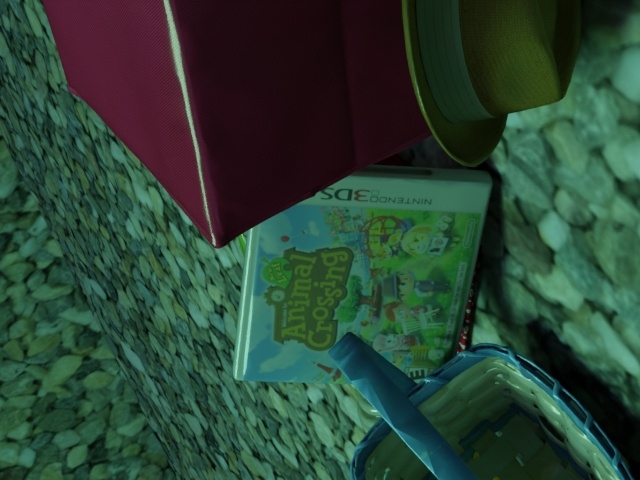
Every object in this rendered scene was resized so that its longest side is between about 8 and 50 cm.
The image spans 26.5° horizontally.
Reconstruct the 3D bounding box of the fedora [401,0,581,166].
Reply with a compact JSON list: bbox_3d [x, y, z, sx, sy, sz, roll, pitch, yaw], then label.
[{"bbox_3d":[0.117,-0.144,0.868,0.079,0.194,0.194,1,124,28],"label":"fedora"}]

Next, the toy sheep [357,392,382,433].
[{"bbox_3d":[0.083,0.181,1.425,0.091,0.091,0.132,36,154,50],"label":"toy sheep"}]

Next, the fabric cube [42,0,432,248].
[{"bbox_3d":[-0.055,-0.203,1.002,0.254,0.259,0.258,44,154,37],"label":"fabric cube"}]

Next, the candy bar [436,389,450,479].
[{"bbox_3d":[0.116,0.194,1.286,0.018,0.161,0.040,13,170,27],"label":"candy bar"}]

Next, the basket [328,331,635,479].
[{"bbox_3d":[0.134,0.197,1.102,0.255,0.201,0.289,49,-172,29],"label":"basket"}]

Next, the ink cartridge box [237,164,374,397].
[{"bbox_3d":[0.000,0.000,1.289,0.255,0.097,0.189,42,154,53],"label":"ink cartridge box"}]

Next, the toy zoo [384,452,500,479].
[{"bbox_3d":[0.148,0.301,1.265,0.293,0.192,0.030,41,151,46],"label":"toy zoo"}]

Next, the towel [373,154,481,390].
[{"bbox_3d":[0.076,0.026,1.317,0.199,0.031,0.275,50,157,31],"label":"towel"}]

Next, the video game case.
[{"bbox_3d":[0.031,0.032,1.138,0.023,0.193,0.212,-100,15,-57],"label":"video game case"}]
